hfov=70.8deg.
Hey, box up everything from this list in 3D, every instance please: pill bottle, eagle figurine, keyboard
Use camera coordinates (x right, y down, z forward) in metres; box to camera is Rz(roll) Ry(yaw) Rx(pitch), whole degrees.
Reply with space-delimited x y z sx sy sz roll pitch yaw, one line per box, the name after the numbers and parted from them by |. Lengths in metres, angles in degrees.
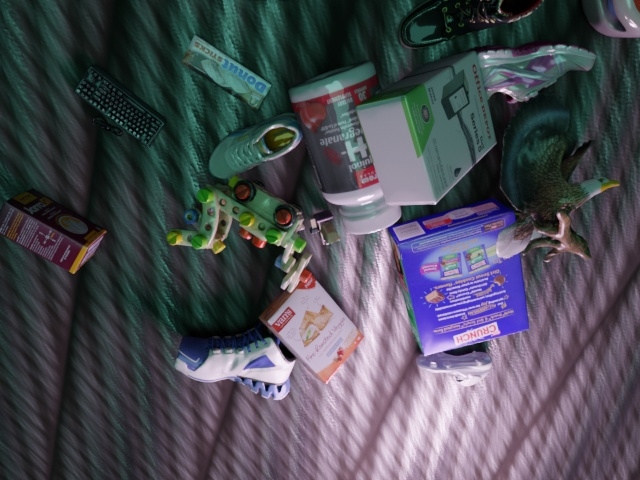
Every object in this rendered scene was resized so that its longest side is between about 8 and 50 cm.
0.066 -0.182 0.923 0.176 0.176 0.319 -17 112 6 | pill bottle
0.469 -0.110 0.910 0.224 0.299 0.226 3 148 -1 | eagle figurine
-0.433 -0.271 0.956 0.180 0.023 0.108 38 107 -15 | keyboard

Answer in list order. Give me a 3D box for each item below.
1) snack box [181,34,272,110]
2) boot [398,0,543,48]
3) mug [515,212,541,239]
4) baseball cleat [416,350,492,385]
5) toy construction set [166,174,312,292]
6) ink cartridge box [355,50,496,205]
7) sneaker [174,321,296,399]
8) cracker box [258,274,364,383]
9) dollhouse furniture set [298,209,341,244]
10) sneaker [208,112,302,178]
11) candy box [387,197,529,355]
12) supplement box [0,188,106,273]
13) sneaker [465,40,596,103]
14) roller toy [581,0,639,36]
-0.192 -0.345 0.931 0.178 0.022 0.064 30 108 -13 | snack box
0.270 -0.421 0.826 0.236 0.179 0.085 -18 112 5 | boot
0.490 -0.039 1.061 0.078 0.062 0.064 9 105 -13 | mug
0.360 0.353 1.218 0.205 0.072 0.110 0 120 3 | baseball cleat
-0.152 -0.015 0.986 0.327 0.151 0.215 28 104 -5 | toy construction set
0.213 -0.218 0.861 0.114 0.272 0.199 3 124 46 | ink cartridge box
-0.193 0.273 1.151 0.315 0.127 0.182 21 107 -18 | sneaker
-0.018 0.215 1.111 0.156 0.067 0.232 -47 110 -20 | cracker box
0.000 0.000 1.033 0.090 0.114 0.081 -17 122 -7 | dollhouse furniture set
-0.143 -0.199 0.957 0.228 0.092 0.088 -27 113 11 | sneaker
0.330 0.091 1.078 0.267 0.122 0.318 -15 111 3 | candy box
-0.604 -0.022 1.013 0.188 0.104 0.081 33 108 -14 | supplement box
0.419 -0.340 0.915 0.251 0.103 0.112 -2 117 6 | sneaker
0.611 -0.478 0.828 0.209 0.146 0.191 6 113 -5 | roller toy
